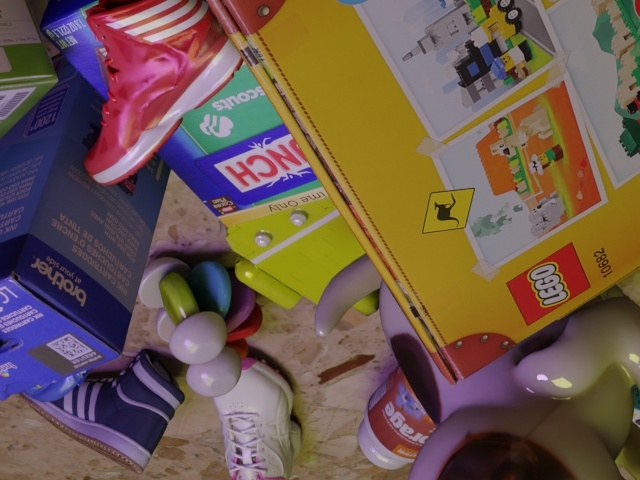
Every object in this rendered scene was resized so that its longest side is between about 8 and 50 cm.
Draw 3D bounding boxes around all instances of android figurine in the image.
[{"bbox_3d":[0.000,0.000,1.369,0.248,0.056,0.273,-28,131,36],"label":"android figurine"}]

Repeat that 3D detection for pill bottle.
[{"bbox_3d":[0.135,0.234,1.582,0.121,0.121,0.216,18,140,-13],"label":"pill bottle"}]

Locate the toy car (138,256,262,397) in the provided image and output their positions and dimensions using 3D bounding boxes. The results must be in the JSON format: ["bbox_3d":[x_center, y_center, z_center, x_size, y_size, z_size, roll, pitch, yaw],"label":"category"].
[{"bbox_3d":[-0.141,0.097,1.459,0.136,0.159,0.182,-29,139,-11],"label":"toy car"}]

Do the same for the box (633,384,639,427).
[{"bbox_3d":[0.428,0.239,1.591,0.244,0.060,0.100,21,138,-17],"label":"box"}]

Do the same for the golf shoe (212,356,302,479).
[{"bbox_3d":[-0.095,0.288,1.673,0.115,0.140,0.306,-3,139,15],"label":"golf shoe"}]

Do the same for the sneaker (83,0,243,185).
[{"bbox_3d":[-0.172,-0.150,1.012,0.128,0.087,0.221,39,121,-20],"label":"sneaker"}]

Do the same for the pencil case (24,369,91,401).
[{"bbox_3d":[-0.415,0.099,1.500,0.133,0.119,0.306,9,149,39],"label":"pencil case"}]

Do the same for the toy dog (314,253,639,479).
[{"bbox_3d":[0.190,0.151,1.124,0.395,0.408,0.285,7,140,-3],"label":"toy dog"}]

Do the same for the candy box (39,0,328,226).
[{"bbox_3d":[-0.064,-0.175,1.107,0.268,0.122,0.317,-17,136,27],"label":"candy box"}]

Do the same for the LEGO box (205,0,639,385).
[{"bbox_3d":[0.142,-0.167,0.914,0.372,0.193,0.500,-32,133,1],"label":"LEGO box"}]

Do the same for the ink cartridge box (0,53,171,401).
[{"bbox_3d":[-0.310,0.010,1.155,0.270,0.395,0.151,-22,133,31],"label":"ink cartridge box"}]

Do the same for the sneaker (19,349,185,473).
[{"bbox_3d":[-0.317,0.228,1.681,0.282,0.153,0.099,17,156,40],"label":"sneaker"}]

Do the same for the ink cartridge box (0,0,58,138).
[{"bbox_3d":[-0.369,-0.221,1.067,0.097,0.255,0.188,-16,171,-43],"label":"ink cartridge box"}]
